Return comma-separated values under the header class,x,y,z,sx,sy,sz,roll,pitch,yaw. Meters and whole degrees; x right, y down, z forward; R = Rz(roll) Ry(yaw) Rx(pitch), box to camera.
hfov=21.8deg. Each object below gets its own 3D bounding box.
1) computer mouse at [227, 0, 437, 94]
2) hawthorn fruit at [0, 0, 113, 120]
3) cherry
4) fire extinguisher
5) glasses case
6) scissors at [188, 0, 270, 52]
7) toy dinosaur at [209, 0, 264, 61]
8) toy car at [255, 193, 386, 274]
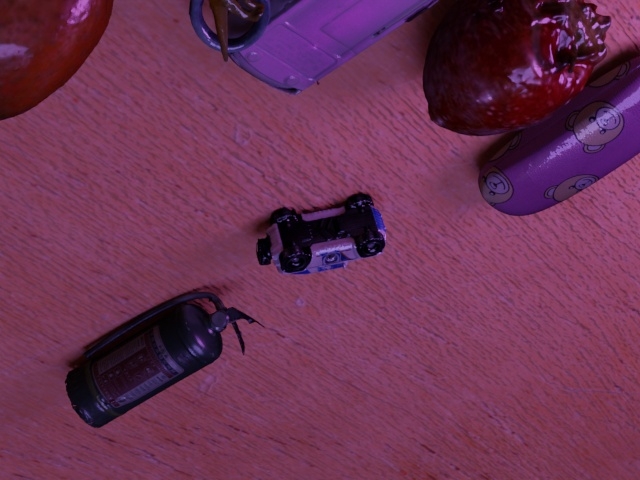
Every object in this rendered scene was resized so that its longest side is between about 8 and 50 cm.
class,x,y,z,sx,sy,sz,roll,pitch,yaw
computer mouse,0.030,-0.272,1.830,0.310,0.072,0.158,-31,138,32
hawthorn fruit,-0.306,-0.249,1.643,0.262,0.210,0.210,-43,139,7
cherry,0.208,-0.203,1.906,0.175,0.192,0.250,44,133,-9
fire extinguisher,-0.215,0.154,2.289,0.294,0.118,0.093,-31,176,20
glasses case,0.344,-0.133,2.131,0.316,0.075,0.123,-35,139,24
scissors,-0.098,-0.367,1.681,0.256,0.029,0.383,21,128,-22
toy dinosaur,-0.115,-0.269,1.730,0.126,0.039,0.162,28,129,-14
toy car,0.000,0.000,2.175,0.171,0.080,0.070,-12,144,-6
